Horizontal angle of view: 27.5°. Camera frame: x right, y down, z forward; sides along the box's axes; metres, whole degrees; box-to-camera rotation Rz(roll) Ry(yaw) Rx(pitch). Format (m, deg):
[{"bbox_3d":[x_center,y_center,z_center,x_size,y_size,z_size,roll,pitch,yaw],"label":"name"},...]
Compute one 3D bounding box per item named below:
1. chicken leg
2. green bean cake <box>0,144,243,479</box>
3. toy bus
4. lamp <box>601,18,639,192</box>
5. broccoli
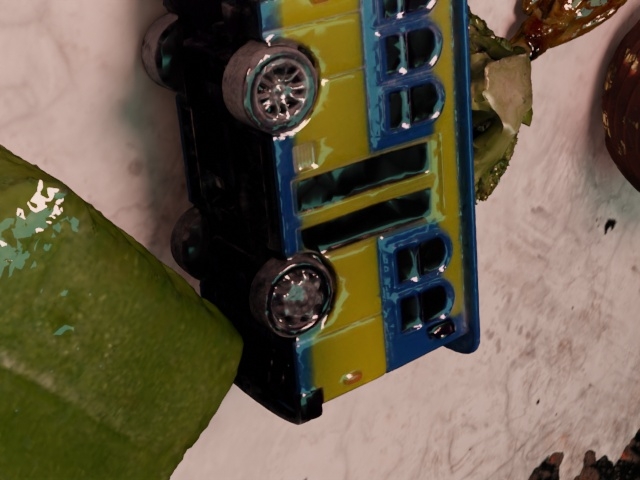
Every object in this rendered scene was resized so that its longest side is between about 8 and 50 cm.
[{"bbox_3d":[0.202,-0.201,1.107,0.178,0.070,0.093,-44,139,-10],"label":"chicken leg"},{"bbox_3d":[-0.178,0.083,0.758,0.222,0.125,0.248,-58,138,-9],"label":"green bean cake"},{"bbox_3d":[0.000,-0.048,0.838,0.175,0.138,0.288,-19,117,-29],"label":"toy bus"},{"bbox_3d":[0.381,-0.126,1.226,0.247,0.247,0.247,-27,129,-39],"label":"lamp"},{"bbox_3d":[0.096,-0.098,0.970,0.145,0.138,0.162,26,75,-27],"label":"broccoli"}]
